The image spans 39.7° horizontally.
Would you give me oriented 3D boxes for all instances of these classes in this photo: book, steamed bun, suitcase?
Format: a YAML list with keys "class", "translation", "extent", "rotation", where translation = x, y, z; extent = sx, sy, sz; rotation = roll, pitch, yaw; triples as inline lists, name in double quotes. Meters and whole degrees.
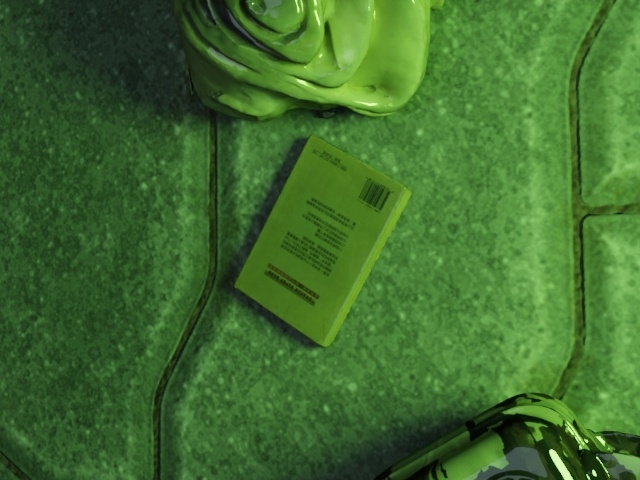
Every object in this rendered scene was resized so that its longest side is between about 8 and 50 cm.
- class: "book"
  translation: [0.000, 0.000, 1.140]
  extent: [0.161, 0.026, 0.231]
  rotation: [33, 101, 25]
- class: "steamed bun"
  translation: [-0.030, -0.296, 1.055]
  extent: [0.394, 0.237, 0.346]
  rotation: [-45, 70, 16]
- class: "suitcase"
  translation: [0.243, 0.340, 0.909]
  extent: [0.339, 0.194, 0.351]
  rotation: [-36, 81, 17]
